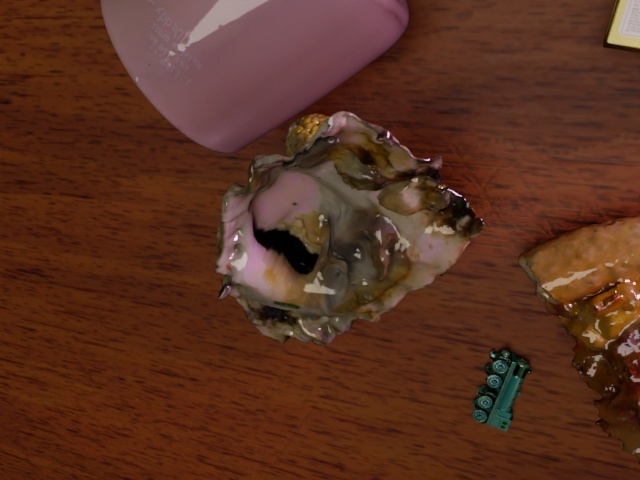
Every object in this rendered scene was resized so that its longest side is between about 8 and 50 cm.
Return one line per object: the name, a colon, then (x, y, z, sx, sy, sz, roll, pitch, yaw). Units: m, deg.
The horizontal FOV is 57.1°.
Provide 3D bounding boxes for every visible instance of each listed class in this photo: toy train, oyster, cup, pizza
toy train: (0.189, 0.157, 0.618, 0.045, 0.029, 0.092, 18, 112, 8)
oyster: (-0.002, -0.003, 0.571, 0.201, 0.107, 0.354, 24, 139, -17)
cup: (-0.052, -0.233, 0.522, 0.200, 0.191, 0.252, -26, 63, 24)
pizza: (0.354, 0.116, 0.496, 0.409, 0.114, 0.277, 29, 110, 14)

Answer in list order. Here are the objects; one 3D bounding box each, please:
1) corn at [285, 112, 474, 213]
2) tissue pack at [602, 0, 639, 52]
corn: (0.054, -0.061, 0.581, 0.206, 0.067, 0.067, 33, 116, 10)
tissue pack: (0.316, -0.179, 0.436, 0.176, 0.062, 0.095, 16, 110, 18)
